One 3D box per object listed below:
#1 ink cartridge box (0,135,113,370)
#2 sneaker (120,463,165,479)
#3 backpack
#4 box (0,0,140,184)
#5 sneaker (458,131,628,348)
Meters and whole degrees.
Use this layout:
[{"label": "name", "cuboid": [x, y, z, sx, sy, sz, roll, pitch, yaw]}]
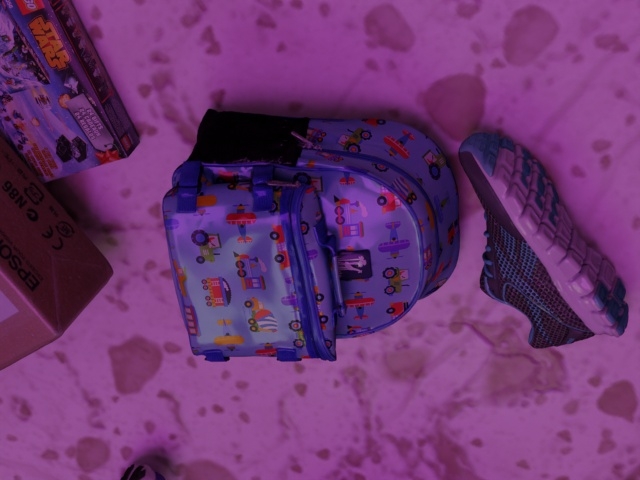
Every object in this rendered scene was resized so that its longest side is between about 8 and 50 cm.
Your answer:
[{"label": "ink cartridge box", "cuboid": [-0.291, -0.010, 1.034, 0.193, 0.088, 0.235, -28, 108, 36]}, {"label": "sneaker", "cuboid": [-0.133, 0.241, 1.174, 0.071, 0.068, 0.170, 6, 130, -6]}, {"label": "backpack", "cuboid": [0.000, 0.000, 0.962, 0.173, 0.117, 0.158, 2, 120, 11]}, {"label": "box", "cuboid": [-0.193, -0.107, 1.004, 0.094, 0.027, 0.137, -14, 114, 24]}, {"label": "sneaker", "cuboid": [0.128, 0.008, 0.965, 0.076, 0.065, 0.166, -27, 107, 30]}]
